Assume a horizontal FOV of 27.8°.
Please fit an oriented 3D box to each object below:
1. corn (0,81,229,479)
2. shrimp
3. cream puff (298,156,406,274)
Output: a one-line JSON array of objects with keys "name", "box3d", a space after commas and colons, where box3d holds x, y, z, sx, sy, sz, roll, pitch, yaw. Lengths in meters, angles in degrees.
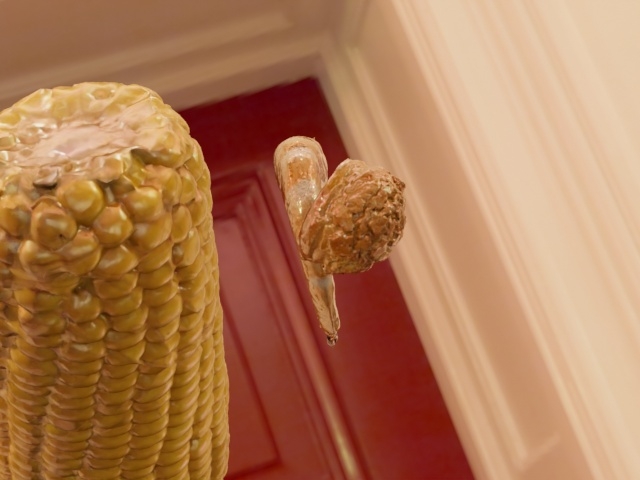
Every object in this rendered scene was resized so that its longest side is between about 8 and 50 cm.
[{"name": "corn", "box3d": [-0.116, 0.062, 0.687, 0.144, 0.144, 0.387, -15, -36, -16]}, {"name": "shrimp", "box3d": [-0.007, -0.023, 1.649, 0.068, 0.287, 0.185, -16, -21, 2]}, {"name": "cream puff", "box3d": [0.041, -0.022, 1.441, 0.126, 0.103, 0.144, -50, -11, -42]}]
